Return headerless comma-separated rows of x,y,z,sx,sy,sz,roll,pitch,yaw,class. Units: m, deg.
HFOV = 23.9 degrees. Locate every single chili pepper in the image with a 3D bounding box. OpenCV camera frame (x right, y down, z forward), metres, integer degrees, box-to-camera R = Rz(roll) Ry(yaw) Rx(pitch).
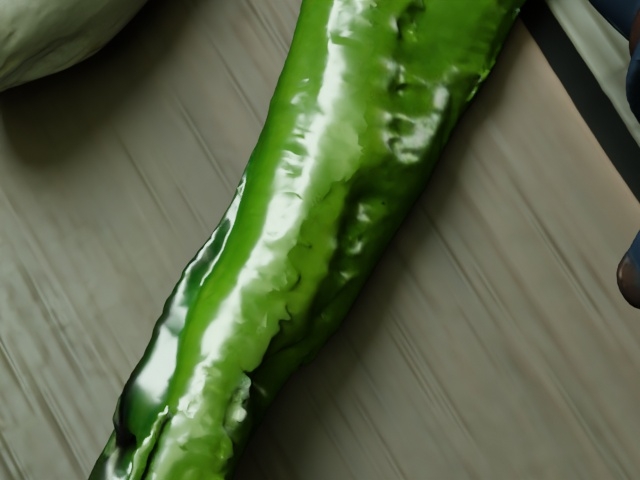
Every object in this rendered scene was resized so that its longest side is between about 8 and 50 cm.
0.000,0.000,0.494,0.085,0.076,0.359,21,80,-2,chili pepper

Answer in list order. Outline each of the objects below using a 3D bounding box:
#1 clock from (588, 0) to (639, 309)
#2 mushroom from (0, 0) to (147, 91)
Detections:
0.135,-0.075,0.417,0.147,0.199,0.243,-8,70,11,clock
-0.083,-0.138,0.530,0.088,0.097,0.212,34,92,28,mushroom
